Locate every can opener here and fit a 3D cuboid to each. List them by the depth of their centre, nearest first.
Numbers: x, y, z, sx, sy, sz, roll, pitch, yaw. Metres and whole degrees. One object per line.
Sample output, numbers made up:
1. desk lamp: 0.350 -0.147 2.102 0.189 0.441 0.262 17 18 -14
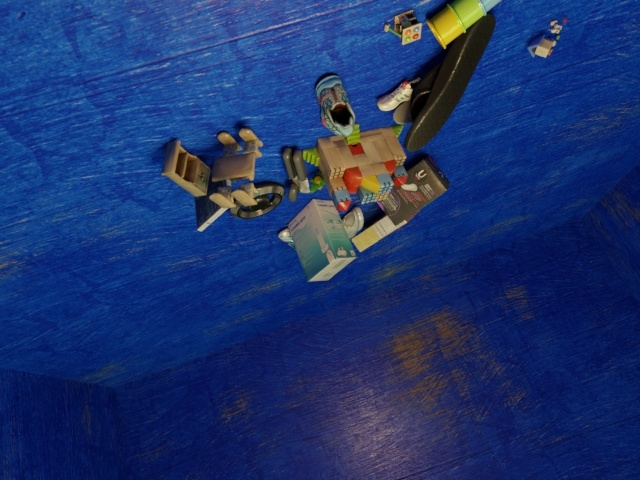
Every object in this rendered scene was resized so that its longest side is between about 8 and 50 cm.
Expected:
1. can opener: -0.087 -0.231 1.614 0.074 0.093 0.280 12 156 9

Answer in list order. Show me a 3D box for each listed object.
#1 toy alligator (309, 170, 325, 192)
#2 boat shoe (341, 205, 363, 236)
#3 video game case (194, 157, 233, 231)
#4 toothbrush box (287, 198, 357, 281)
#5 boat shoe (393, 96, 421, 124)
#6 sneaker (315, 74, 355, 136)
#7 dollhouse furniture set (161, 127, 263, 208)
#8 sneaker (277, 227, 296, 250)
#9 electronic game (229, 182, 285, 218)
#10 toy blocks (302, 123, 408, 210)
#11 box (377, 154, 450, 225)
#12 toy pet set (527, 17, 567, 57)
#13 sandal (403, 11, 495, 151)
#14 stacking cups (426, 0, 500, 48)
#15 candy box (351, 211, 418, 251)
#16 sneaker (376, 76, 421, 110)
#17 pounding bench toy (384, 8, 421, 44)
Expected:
1. toy alligator: 0.018 -0.256 1.703 0.190 0.051 0.056 -43 159 -9
2. boat shoe: 0.131 -0.075 2.147 0.088 0.096 0.267 -18 165 -19
3. video game case: -0.352 -0.150 1.448 0.173 0.190 0.022 -36 143 30
4. toothbrush box: 0.000 0.000 1.936 0.126 0.295 0.216 0 148 -42
5. boat shoe: 0.358 -0.453 1.518 0.228 0.079 0.081 -26 170 9
6. sneaker: 0.054 -0.378 1.372 0.104 0.125 0.262 -24 156 8
7. dollhouse furniture set: -0.312 -0.221 1.313 0.242 0.212 0.161 -6 157 21
8. sneaker: -0.094 0.015 2.101 0.091 0.126 0.240 -36 153 31
9. electronic game: -0.242 -0.150 1.718 0.229 0.048 0.229 -23 164 -7
10. toy blocks: 0.159 -0.250 1.568 0.382 0.260 0.190 -14 156 -17
11. box: 0.390 -0.213 1.900 0.270 0.165 0.143 -37 -178 29
12. toy pet set: 0.731 -0.653 1.455 0.114 0.065 0.122 -55 161 -8
13. sandal: 0.375 -0.486 1.381 0.168 0.107 0.445 -9 133 -48
14. stacking cups: 0.440 -0.642 1.170 0.316 0.096 0.096 -31 155 20
15. candy box: 0.319 -0.075 2.194 0.316 0.087 0.183 -37 179 40
16. sneaker: 0.253 -0.474 1.423 0.161 0.057 0.075 -22 154 -7
17. pounding bench toy: 0.219 -0.561 1.189 0.083 0.065 0.052 -20 157 0
